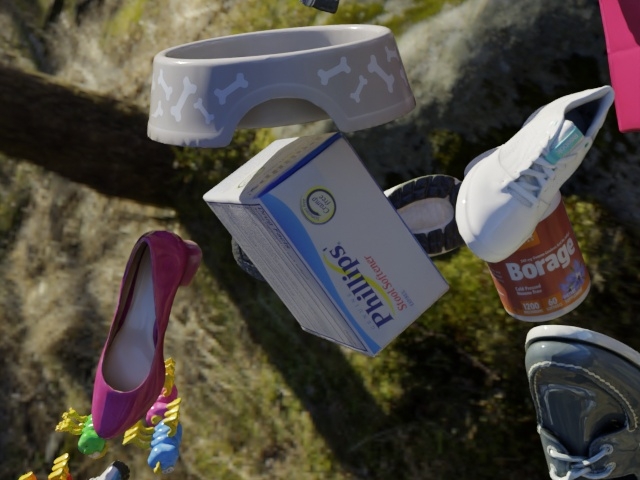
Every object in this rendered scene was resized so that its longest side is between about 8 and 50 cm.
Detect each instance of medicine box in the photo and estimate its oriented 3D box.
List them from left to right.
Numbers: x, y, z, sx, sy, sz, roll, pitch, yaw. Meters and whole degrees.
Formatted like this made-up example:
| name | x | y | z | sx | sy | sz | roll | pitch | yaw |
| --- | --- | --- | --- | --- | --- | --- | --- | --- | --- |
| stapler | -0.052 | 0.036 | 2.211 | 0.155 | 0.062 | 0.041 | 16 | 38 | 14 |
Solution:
| name | x | y | z | sx | sy | sz | roll | pitch | yaw |
| --- | --- | --- | --- | --- | --- | --- | --- | --- | --- |
| medicine box | 0.000 | 0.000 | 1.499 | 0.149 | 0.263 | 0.289 | -40 | 15 | -14 |

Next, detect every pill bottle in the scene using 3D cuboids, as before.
| name | x | y | z | sx | sy | sz | roll | pitch | yaw |
| --- | --- | --- | --- | --- | --- | --- | --- | --- | --- |
| pill bottle | 0.265 | -0.011 | 1.397 | 0.121 | 0.121 | 0.216 | 10 | 133 | 51 |

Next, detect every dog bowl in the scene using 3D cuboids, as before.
| name | x | y | z | sx | sy | sz | roll | pitch | yaw |
| --- | --- | --- | --- | --- | --- | --- | --- | --- | --- |
| dog bowl | -0.055 | -0.207 | 1.377 | 0.348 | 0.348 | 0.102 | 17 | 118 | 51 |

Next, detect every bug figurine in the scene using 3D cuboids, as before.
| name | x | y | z | sx | sy | sz | roll | pitch | yaw |
| --- | --- | --- | --- | --- | --- | --- | --- | --- | --- |
| bug figurine | -0.273 | 0.275 | 1.447 | 0.279 | 0.072 | 0.216 | -27 | 26 | 21 |

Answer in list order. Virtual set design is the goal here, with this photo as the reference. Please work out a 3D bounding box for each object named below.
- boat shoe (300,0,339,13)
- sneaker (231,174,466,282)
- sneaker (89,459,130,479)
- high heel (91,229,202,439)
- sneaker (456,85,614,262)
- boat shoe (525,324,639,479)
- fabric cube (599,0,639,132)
| name | x | y | z | sx | sy | sz | roll | pitch | yaw |
| --- | --- | --- | --- | --- | --- | --- | --- | --- | --- |
| boat shoe | 0.020 | -0.296 | 1.131 | 0.142 | 0.040 | 0.049 | -67 | 7 | -24 |
| sneaker | 0.057 | -0.003 | 1.812 | 0.182 | 0.410 | 0.158 | 95 | 167 | -83 |
| sneaker | -0.349 | 0.375 | 1.556 | 0.083 | 0.071 | 0.191 | 42 | 114 | 9 |
| high heel | -0.203 | 0.103 | 1.143 | 0.082 | 0.117 | 0.244 | 30 | 95 | 18 |
| sneaker | 0.202 | -0.072 | 0.986 | 0.212 | 0.080 | 0.094 | -52 | 8 | -29 |
| boat shoe | 0.259 | 0.191 | 0.972 | 0.116 | 0.319 | 0.099 | 2 | 54 | 33 |
| fabric cube | 0.573 | -0.298 | 1.513 | 0.258 | 0.254 | 0.259 | -167 | 65 | -78 |
